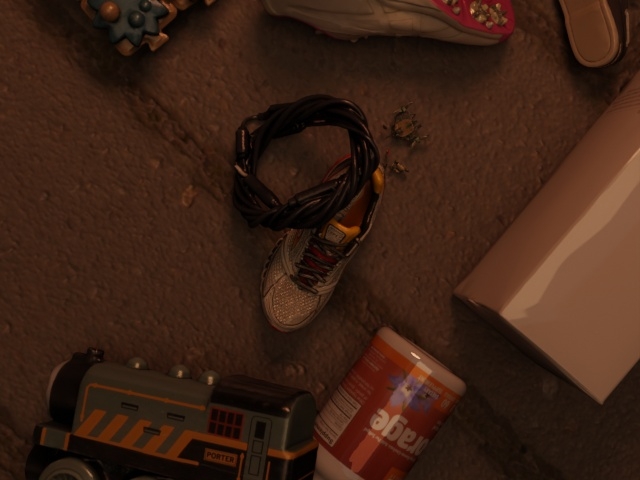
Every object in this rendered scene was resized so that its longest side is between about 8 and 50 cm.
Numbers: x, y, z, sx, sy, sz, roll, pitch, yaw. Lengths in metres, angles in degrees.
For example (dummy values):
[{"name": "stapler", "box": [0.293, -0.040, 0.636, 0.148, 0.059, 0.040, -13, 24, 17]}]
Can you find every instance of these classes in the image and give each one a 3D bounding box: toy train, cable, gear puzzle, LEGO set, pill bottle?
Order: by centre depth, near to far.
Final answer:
[{"name": "toy train", "box": [-0.156, 0.227, 0.931, 0.334, 0.142, 0.190, 9, 86, 18]}, {"name": "gear puzzle", "box": [-0.134, -0.359, 0.937, 0.339, 0.044, 0.175, -41, 95, -2]}, {"name": "cable", "box": [-0.022, -0.083, 0.949, 0.184, 0.047, 0.150, 2, 72, 31]}, {"name": "pill bottle", "box": [0.057, 0.215, 0.981, 0.121, 0.121, 0.216, 35, 90, -5]}, {"name": "LEGO set", "box": [0.095, -0.121, 1.020, 0.054, 0.023, 0.083, 30, 104, -3]}]

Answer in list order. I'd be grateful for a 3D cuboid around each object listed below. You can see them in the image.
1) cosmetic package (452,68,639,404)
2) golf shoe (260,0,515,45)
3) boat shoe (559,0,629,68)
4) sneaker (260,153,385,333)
[{"name": "cosmetic package", "box": [0.332, -0.025, 0.954, 0.155, 0.197, 0.365, 39, 91, -7]}, {"name": "golf shoe", "box": [0.072, -0.274, 0.973, 0.306, 0.140, 0.115, 14, 62, -24]}, {"name": "boat shoe", "box": [0.316, -0.301, 1.017, 0.065, 0.075, 0.206, -7, 88, -47]}, {"name": "sneaker", "box": [0.000, 0.000, 0.980, 0.088, 0.093, 0.225, 27, 91, -5]}]
